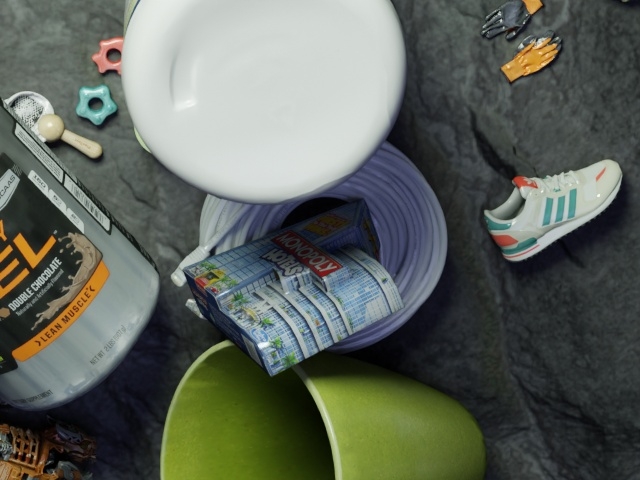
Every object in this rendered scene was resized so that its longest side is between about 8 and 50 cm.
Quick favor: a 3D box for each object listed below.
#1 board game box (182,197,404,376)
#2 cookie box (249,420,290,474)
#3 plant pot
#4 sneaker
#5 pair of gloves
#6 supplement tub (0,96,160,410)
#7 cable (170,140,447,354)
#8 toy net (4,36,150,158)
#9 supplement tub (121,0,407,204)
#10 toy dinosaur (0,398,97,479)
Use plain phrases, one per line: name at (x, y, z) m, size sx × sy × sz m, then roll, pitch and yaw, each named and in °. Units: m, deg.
board game box at (-0.010, 0.034, 1.383) m, size 0.194 × 0.194 × 0.060 m, roll -28°, pitch 115°, yaw -16°
cookie box at (-0.096, 0.254, 1.602) m, size 0.107 × 0.040 × 0.092 m, roll -27°, pitch 111°, yaw -1°
plant pot at (0.031, 0.236, 1.498) m, size 0.293 × 0.275 × 0.275 m, roll 2°, pitch 113°, yaw -43°
sneaker at (0.250, -0.047, 1.544) m, size 0.161 × 0.057 × 0.075 m, roll -35°, pitch 118°, yaw 7°
pair of gloves at (0.212, -0.215, 1.500) m, size 0.074 × 0.010 × 0.083 m, roll -31°, pitch 112°, yaw 2°
supplement tub at (-0.327, -0.012, 1.350) m, size 0.207 × 0.207 × 0.338 m, roll -38°, pitch 121°, yaw 5°
cable at (0.000, 0.000, 1.501) m, size 0.257 × 0.089 × 0.257 m, roll 30°, pitch 102°, yaw -20°
toy net at (-0.241, -0.133, 1.429) m, size 0.232 × 0.045 × 0.122 m, roll -11°, pitch 112°, yaw -6°
supplement tub at (-0.058, -0.201, 1.272) m, size 0.235 × 0.325 × 0.235 m, roll -3°, pitch 119°, yaw -5°
toy dinosaur at (-0.401, 0.267, 1.504) m, size 0.322 × 0.164 × 0.218 m, roll 2°, pitch 100°, yaw -6°
